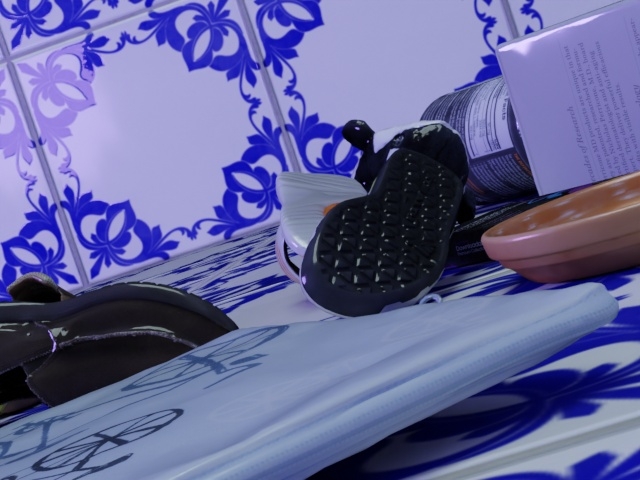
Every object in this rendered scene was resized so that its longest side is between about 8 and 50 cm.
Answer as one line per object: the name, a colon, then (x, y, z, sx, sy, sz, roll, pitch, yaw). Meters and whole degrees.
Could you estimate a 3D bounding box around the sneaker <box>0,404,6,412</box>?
sneaker: (-0.346, 0.127, 1.049, 0.240, 0.091, 0.126, -19, 6, 14)

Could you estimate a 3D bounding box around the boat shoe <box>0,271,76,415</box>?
boat shoe: (-0.218, 0.069, 1.225, 0.095, 0.095, 0.257, -18, 3, 16)

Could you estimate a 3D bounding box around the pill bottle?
pill bottle: (0.217, -0.114, 1.537, 0.130, 0.130, 0.245, -21, 4, -32)

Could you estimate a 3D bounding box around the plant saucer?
plant saucer: (0.194, -0.017, 0.866, 0.200, 0.037, 0.200, -18, 4, 1)

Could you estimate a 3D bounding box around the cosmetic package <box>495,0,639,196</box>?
cosmetic package: (0.272, -0.124, 1.195, 0.151, 0.151, 0.183, -21, 4, -39)

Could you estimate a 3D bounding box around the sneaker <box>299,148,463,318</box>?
sneaker: (0.041, 0.018, 1.016, 0.097, 0.084, 0.234, -61, -9, 28)

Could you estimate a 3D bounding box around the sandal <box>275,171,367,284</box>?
sandal: (0.011, 0.000, 1.250, 0.102, 0.076, 0.265, 3, 14, -6)

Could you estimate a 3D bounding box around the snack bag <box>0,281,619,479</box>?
snack bag: (-0.081, 0.092, 0.608, 0.323, 0.037, 0.342, -21, 4, -30)

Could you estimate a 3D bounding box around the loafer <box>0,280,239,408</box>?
loafer: (-0.153, 0.083, 0.975, 0.220, 0.078, 0.080, -7, -31, 25)

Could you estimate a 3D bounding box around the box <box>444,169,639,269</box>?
box: (0.164, -0.016, 1.085, 0.116, 0.029, 0.162, -21, 2, -39)

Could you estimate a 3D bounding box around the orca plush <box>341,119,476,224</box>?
orca plush: (0.045, -0.032, 1.432, 0.102, 0.151, 0.287, -54, 22, -22)
